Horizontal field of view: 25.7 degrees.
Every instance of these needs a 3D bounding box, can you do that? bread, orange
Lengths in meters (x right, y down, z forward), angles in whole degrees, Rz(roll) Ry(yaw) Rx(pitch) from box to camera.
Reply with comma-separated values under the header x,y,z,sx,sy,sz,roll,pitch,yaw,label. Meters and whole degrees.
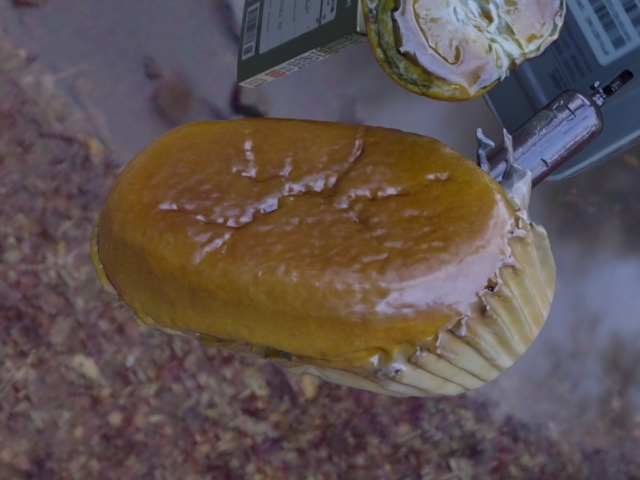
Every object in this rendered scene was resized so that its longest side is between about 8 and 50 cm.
x,y,z,sx,sy,sz,roll,pitch,yaw,label
-0.001,0.011,1.180,0.183,0.388,0.236,61,36,-54,bread
0.107,-0.184,1.126,0.169,0.112,0.160,16,81,-6,orange

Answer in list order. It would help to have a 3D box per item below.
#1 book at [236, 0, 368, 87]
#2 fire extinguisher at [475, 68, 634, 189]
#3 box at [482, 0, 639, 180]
x,y,z,sx,sy,sz,roll,pitch,yaw,label
-0.007,-0.258,1.280,0.027,0.264,0.202,11,81,-24,book
0.266,-0.114,1.704,0.267,0.089,0.072,-39,86,-3,fire extinguisher
0.364,-0.324,1.833,0.396,0.396,0.111,63,23,11,box
